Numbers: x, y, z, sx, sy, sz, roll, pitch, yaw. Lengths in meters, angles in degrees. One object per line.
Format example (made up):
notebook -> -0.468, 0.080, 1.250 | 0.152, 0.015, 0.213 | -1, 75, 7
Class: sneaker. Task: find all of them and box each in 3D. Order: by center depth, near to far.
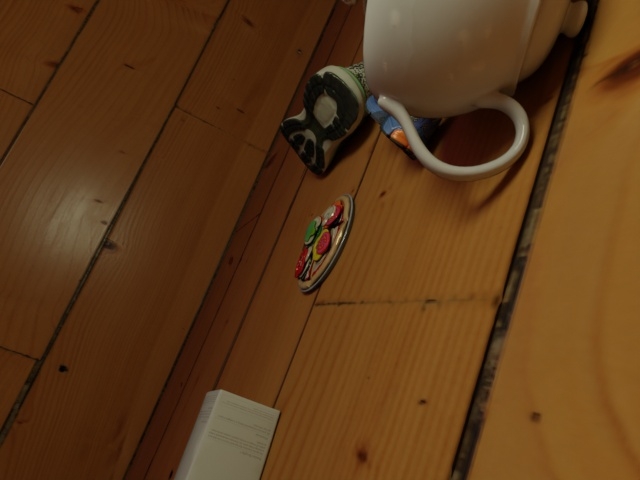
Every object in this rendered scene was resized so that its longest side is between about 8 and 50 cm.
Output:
sneaker -> 0.132, -0.192, 0.745 | 0.087, 0.083, 0.221 | -45, 26, 17
sneaker -> 0.042, -0.278, 1.128 | 0.182, 0.158, 0.410 | -37, 4, -21

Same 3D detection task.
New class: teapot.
teapot -> 0.163, -0.228, 0.500 | 0.252, 0.187, 0.255 | -54, -24, -46

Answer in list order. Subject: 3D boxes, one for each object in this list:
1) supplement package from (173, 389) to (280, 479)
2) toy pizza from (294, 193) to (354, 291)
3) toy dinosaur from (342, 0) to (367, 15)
supplement package -> -0.149, 0.332, 0.755 | 0.105, 0.105, 0.179 | -37, 31, 59
toy pizza -> 0.000, 0.000, 0.925 | 0.201, 0.032, 0.201 | -56, 17, 28
toy dinosaur -> 0.171, -0.785, 1.452 | 0.200, 0.127, 0.295 | -2, 69, 65
